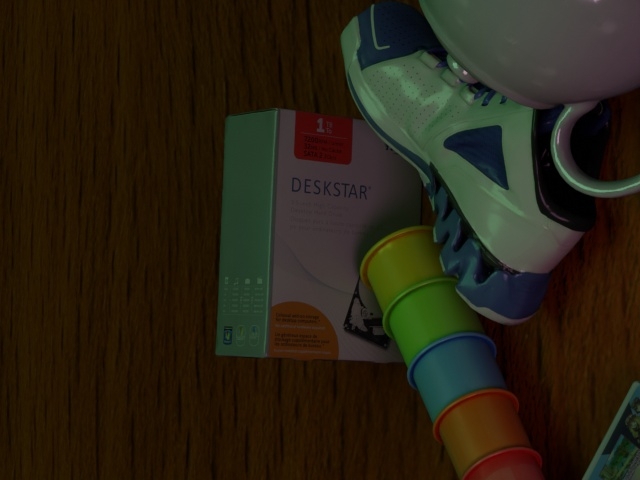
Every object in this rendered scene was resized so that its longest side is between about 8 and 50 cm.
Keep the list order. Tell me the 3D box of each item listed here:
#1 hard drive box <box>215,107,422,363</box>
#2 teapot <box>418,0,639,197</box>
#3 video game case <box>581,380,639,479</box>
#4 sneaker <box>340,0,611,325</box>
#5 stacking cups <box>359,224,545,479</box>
[{"bbox_3d":[0.000,0.000,1.669,0.089,0.181,0.232,-3,84,54],"label":"hard drive box"},{"bbox_3d":[0.169,-0.190,1.361,0.187,0.252,0.256,-50,24,31],"label":"teapot"},{"bbox_3d":[0.259,0.239,1.351,0.183,0.023,0.201,42,112,51],"label":"video game case"},{"bbox_3d":[0.158,-0.104,1.524,0.182,0.127,0.315,-46,58,36],"label":"sneaker"},{"bbox_3d":[0.132,0.131,1.534,0.096,0.096,0.316,-56,43,35],"label":"stacking cups"}]
